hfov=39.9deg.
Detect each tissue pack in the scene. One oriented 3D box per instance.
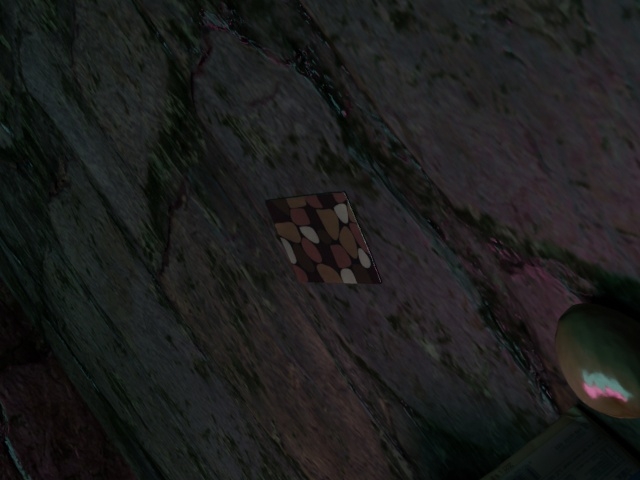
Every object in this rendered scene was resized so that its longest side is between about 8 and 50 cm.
[{"bbox_3d":[0.294,0.315,1.069,0.148,0.196,0.092,44,148,30],"label":"tissue pack"}]

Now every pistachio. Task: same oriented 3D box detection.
[{"bbox_3d":[0.322,0.134,0.973,0.149,0.113,0.113,54,150,21],"label":"pistachio"}]

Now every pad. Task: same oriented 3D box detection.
[{"bbox_3d":[0.000,0.000,1.411,0.235,0.003,0.158,-2,115,56],"label":"pad"}]

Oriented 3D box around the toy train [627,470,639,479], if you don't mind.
[{"bbox_3d":[0.409,0.415,0.932,0.188,0.265,0.300,-24,92,57],"label":"toy train"}]
